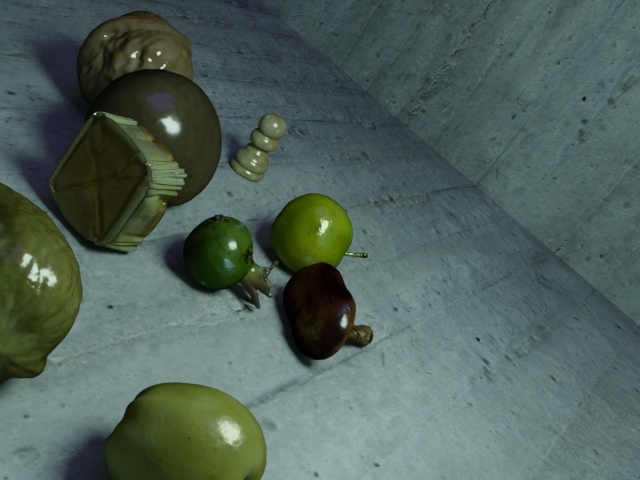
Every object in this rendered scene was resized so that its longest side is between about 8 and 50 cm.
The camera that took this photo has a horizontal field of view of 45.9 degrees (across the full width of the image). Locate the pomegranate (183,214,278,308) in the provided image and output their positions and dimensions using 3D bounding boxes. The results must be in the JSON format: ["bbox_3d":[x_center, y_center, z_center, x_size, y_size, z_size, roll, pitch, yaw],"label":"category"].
[{"bbox_3d":[-0.162,0.039,1.410,0.191,0.131,0.152,41,21,-7],"label":"pomegranate"}]

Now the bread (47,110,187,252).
[{"bbox_3d":[-0.353,-0.100,1.316,0.192,0.210,0.109,44,22,17],"label":"bread"}]

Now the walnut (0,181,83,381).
[{"bbox_3d":[-0.420,0.050,0.946,0.227,0.283,0.283,-25,52,-12],"label":"walnut"}]

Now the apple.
[{"bbox_3d":[-0.166,0.268,0.939,0.200,0.200,0.200,28,26,-15],"label":"apple"}]

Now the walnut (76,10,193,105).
[{"bbox_3d":[-0.410,-0.385,1.688,0.227,0.273,0.273,55,20,-16],"label":"walnut"}]

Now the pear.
[{"bbox_3d":[0.000,0.000,1.633,0.216,0.166,0.180,33,65,-13],"label":"pear"}]

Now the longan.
[{"bbox_3d":[-0.325,-0.201,1.499,0.300,0.243,0.301,13,72,-45],"label":"longan"}]

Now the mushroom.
[{"bbox_3d":[0.042,0.165,1.475,0.217,0.148,0.227,38,25,-34],"label":"mushroom"}]

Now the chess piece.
[{"bbox_3d":[-0.145,-0.239,1.872,0.094,0.171,0.094,28,24,-14],"label":"chess piece"}]
